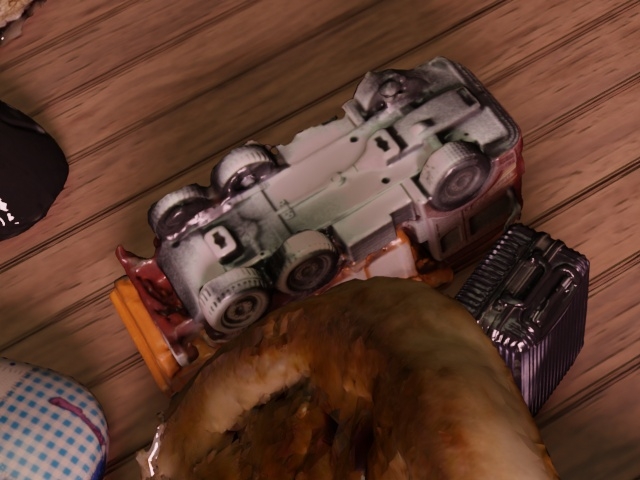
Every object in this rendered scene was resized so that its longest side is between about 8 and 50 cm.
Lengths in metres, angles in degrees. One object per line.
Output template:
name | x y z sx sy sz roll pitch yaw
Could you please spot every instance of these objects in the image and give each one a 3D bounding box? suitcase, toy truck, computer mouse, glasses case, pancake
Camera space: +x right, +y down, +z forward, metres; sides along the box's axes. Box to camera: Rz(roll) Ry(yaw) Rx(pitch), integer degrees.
suitcase | 0.115 0.053 0.738 0.059 0.126 0.086 28 65 25
toy truck | 0.000 0.000 0.798 0.270 0.135 0.114 -31 58 -7
computer mouse | -0.296 -0.062 0.924 0.217 0.073 0.122 8 58 17
glasses case | -0.290 0.122 0.792 0.327 0.076 0.125 8 59 15
pancake | -0.033 0.186 0.572 0.071 0.382 0.382 26 44 -27

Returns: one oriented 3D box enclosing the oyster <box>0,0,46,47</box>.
oyster | -0.322 -0.194 1.024 0.209 0.072 0.133 -2 52 11
